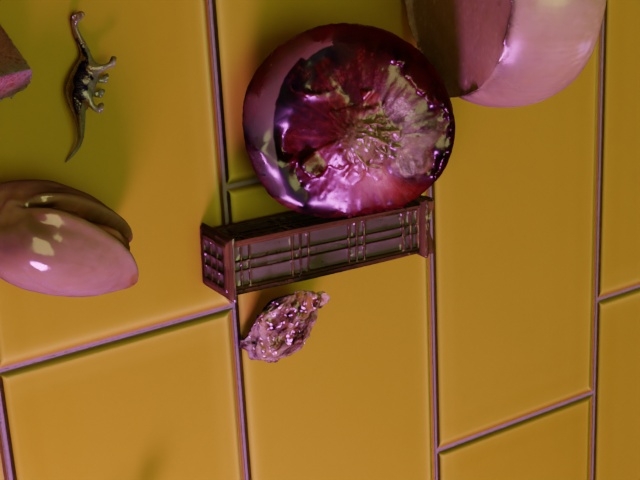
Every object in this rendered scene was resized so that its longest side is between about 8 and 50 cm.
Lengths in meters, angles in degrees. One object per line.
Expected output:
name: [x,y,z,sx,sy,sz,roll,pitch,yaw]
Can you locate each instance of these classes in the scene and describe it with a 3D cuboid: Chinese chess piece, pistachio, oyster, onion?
Chinese chess piece: [0.226,-0.335,1.655,0.140,0.338,0.338,-6,109,-21]
pistachio: [-0.311,0.001,1.535,0.215,0.144,0.144,25,90,-43]
oyster: [-0.049,0.114,1.766,0.108,0.053,0.166,0,135,-19]
onion: [0.033,-0.159,1.695,0.272,0.195,0.272,1,115,2]

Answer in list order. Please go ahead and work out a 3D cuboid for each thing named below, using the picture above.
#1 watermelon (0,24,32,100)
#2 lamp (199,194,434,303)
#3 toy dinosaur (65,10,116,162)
watermelon: [-0.423,-0.193,1.429,0.241,0.094,0.154,-7,71,-39]
lamp: [0.000,0.000,1.765,0.325,0.090,0.089,-13,111,-31]
toy dinosaur: [-0.273,-0.180,1.559,0.058,0.037,0.180,3,97,-10]
